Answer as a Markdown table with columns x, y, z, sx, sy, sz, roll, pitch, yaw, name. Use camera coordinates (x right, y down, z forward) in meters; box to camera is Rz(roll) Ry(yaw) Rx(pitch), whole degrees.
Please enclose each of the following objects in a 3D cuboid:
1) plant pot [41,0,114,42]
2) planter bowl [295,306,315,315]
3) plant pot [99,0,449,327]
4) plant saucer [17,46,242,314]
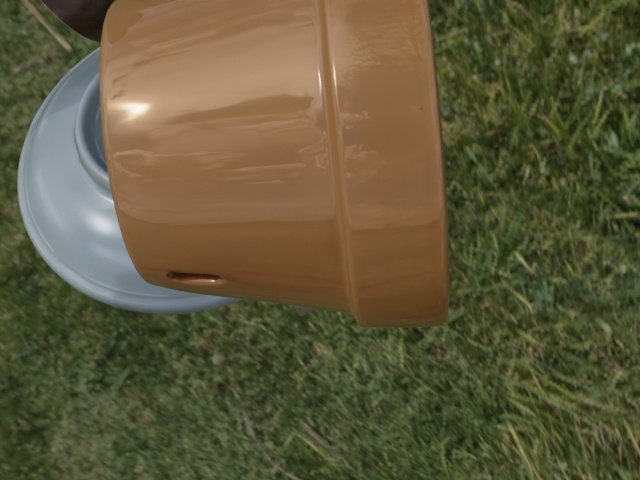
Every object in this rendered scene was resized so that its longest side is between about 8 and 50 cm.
| x | y | z | sx | sy | sz | roll | pitch | yaw | name |
| --- | --- | --- | --- | --- | --- | --- | --- | --- | --- |
| -0.354 | -0.493 | 1.842 | 0.230 | 0.215 | 0.215 | -37 | 60 | 20 | plant pot |
| 0.000 | 0.000 | 1.344 | 0.109 | 0.162 | 0.162 | -20 | 63 | 3 | planter bowl |
| -0.028 | -0.076 | 0.747 | 0.204 | 0.291 | 0.290 | -6 | 66 | 3 | plant pot |
| -0.155 | -0.117 | 1.206 | 0.401 | 0.100 | 0.400 | -3 | 61 | 6 | plant saucer |
